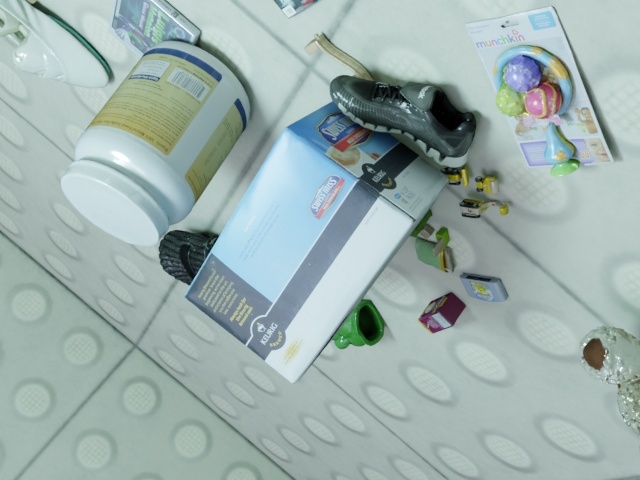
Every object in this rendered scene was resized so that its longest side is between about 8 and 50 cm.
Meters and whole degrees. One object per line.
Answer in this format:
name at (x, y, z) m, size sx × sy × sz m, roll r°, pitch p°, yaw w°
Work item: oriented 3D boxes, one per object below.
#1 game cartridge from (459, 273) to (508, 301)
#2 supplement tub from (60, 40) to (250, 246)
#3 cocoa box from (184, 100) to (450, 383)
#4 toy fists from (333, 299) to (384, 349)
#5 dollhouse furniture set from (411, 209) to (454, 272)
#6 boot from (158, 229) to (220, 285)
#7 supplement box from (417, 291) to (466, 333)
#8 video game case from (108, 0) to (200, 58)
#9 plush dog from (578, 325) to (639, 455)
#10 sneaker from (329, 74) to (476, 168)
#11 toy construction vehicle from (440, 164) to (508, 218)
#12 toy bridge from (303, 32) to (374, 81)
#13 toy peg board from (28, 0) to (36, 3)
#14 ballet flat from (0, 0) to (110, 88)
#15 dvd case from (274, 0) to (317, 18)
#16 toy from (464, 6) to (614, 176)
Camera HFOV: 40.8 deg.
game cartridge at (0.294, 0.086, 1.546) m, size 0.083 × 0.017 × 0.056 m, roll 7°, pitch 142°, yaw 45°
supplement tub at (-0.288, -0.170, 1.523) m, size 0.228 × 0.316 × 0.228 m, roll 23°, pitch 152°, yaw 13°
cocoa box at (-0.007, -0.005, 1.337) m, size 0.228 × 0.231 × 0.347 m, roll 37°, pitch 118°, yaw 6°
toy fists at (0.017, 0.129, 1.855) m, size 0.142 × 0.096 × 0.279 m, roll 4°, pitch 138°, yaw 49°
dollhouse furniture set at (0.185, 0.014, 1.524) m, size 0.076 × 0.058 × 0.152 m, roll 19°, pitch 146°, yaw 34°
boot at (-0.222, 0.117, 2.079) m, size 0.260 × 0.131 × 0.348 m, roll -3°, pitch 121°, yaw 43°
supplement box at (0.232, 0.141, 1.656) m, size 0.043 × 0.055 × 0.083 m, roll 43°, pitch 151°, yaw -6°
video game case at (-0.309, -0.383, 1.578) m, size 0.173 × 0.022 × 0.190 m, roll 40°, pitch 152°, yaw -2°
plush dog at (0.537, 0.239, 1.352) m, size 0.262 × 0.210 × 0.225 m, roll 62°, pitch 173°, yaw 18°
sneaker at (0.128, -0.198, 1.261) m, size 0.234 × 0.078 × 0.106 m, roll 28°, pitch 144°, yaw 1°
toy construction vehicle at (0.244, -0.079, 1.352) m, size 0.098 × 0.035 × 0.086 m, roll 8°, pitch 128°, yaw 40°
toy bridge at (0.050, -0.247, 1.341) m, size 0.188 × 0.026 × 0.063 m, roll 49°, pitch 148°, yaw -18°
toy peg board at (-0.563, -0.545, 1.611) m, size 0.160 × 0.079 × 0.161 m, roll 36°, pitch 157°, yaw -29°
ballet flat at (-0.620, -0.429, 1.770) m, size 0.400 × 0.139 × 0.139 m, roll 43°, pitch 152°, yaw -7°
dvd case at (-0.060, -0.392, 1.276) m, size 0.119 × 0.013 × 0.087 m, roll 50°, pitch 150°, yaw -17°
toy at (0.280, -0.180, 1.131) m, size 0.137 × 0.056 × 0.237 m, roll 1°, pitch 134°, yaw 48°
